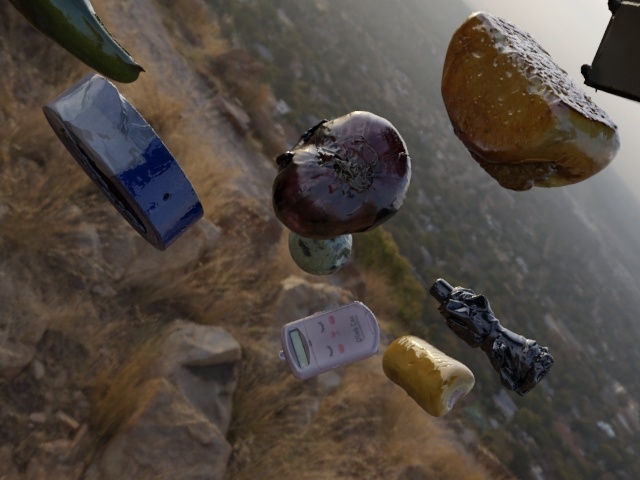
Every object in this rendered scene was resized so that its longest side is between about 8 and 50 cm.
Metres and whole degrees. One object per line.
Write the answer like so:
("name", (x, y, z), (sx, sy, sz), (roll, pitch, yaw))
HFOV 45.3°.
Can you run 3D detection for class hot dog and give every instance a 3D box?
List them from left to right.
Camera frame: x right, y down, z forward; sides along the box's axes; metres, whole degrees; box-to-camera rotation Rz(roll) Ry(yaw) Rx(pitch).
("hot dog", (0.358, -0.236, 1.430), (0.185, 0.223, 0.405), (8, 40, -32))

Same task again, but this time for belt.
("belt", (-0.361, -0.139, 1.431), (0.212, 0.117, 0.347), (16, -36, 57))

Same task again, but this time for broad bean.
("broad bean", (-0.238, -0.218, 0.538), (0.297, 0.060, 0.043), (44, 59, -5))

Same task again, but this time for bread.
("bread", (0.247, 0.316, 1.861), (0.091, 0.142, 0.305), (55, -11, -21))

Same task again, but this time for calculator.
("calculator", (0.013, 0.166, 1.274), (0.032, 0.175, 0.100), (78, -7, -66))

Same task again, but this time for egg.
("egg", (0.000, 0.000, 1.671), (0.141, 0.141, 0.181), (58, -12, 23))

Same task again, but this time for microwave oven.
("microwave oven", (0.564, -0.288, 1.198), (0.178, 0.188, 0.247), (11, 19, -16))

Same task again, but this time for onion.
("onion", (0.033, -0.106, 1.405), (0.221, 0.281, 0.281), (56, 21, -5))

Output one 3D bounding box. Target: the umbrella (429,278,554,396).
("umbrella", (0.318, 0.174, 1.473), (0.272, 0.110, 0.122), (44, 47, 19))
